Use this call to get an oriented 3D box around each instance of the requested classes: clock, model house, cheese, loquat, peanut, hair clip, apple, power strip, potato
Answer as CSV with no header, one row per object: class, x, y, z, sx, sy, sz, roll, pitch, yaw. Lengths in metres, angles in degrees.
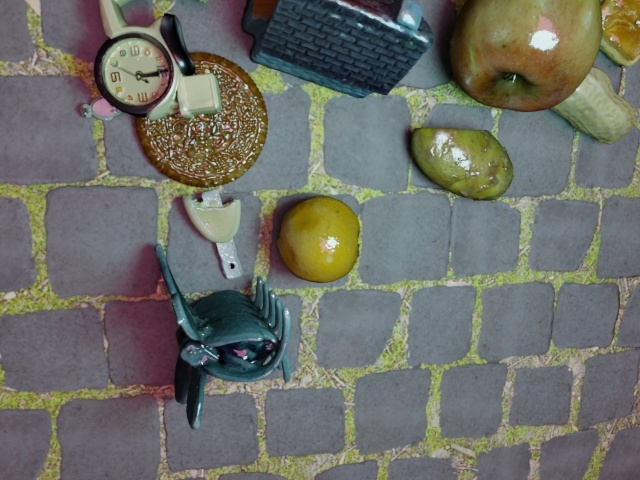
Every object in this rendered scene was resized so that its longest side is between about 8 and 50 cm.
clock,-0.342,-0.442,1.133,0.276,0.120,0.379,-5,98,-3
model house,0.036,-0.486,1.135,0.360,0.339,0.297,16,98,-18
cheese,-0.235,-0.014,1.298,0.127,0.050,0.235,-16,112,-11
loquat,0.000,0.000,1.291,0.208,0.208,0.208,-3,102,-16
peanut,0.712,-0.366,1.458,0.313,0.152,0.152,31,91,-19
hair clip,-0.211,0.205,1.212,0.238,0.318,0.392,-8,103,-19
apple,0.469,-0.481,1.272,0.338,0.338,0.305,19,75,-19
power strip,-0.473,-0.284,1.183,0.083,0.035,0.055,-14,104,-16
potato,0.360,-0.206,1.388,0.298,0.141,0.176,25,84,-20

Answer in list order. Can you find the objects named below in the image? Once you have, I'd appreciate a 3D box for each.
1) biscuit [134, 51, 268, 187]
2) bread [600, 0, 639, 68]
biscuit,-0.265,-0.269,1.244,0.305,0.038,0.305,-3,102,-16
bread,0.821,-0.609,1.465,0.210,0.099,0.235,32,91,-19
